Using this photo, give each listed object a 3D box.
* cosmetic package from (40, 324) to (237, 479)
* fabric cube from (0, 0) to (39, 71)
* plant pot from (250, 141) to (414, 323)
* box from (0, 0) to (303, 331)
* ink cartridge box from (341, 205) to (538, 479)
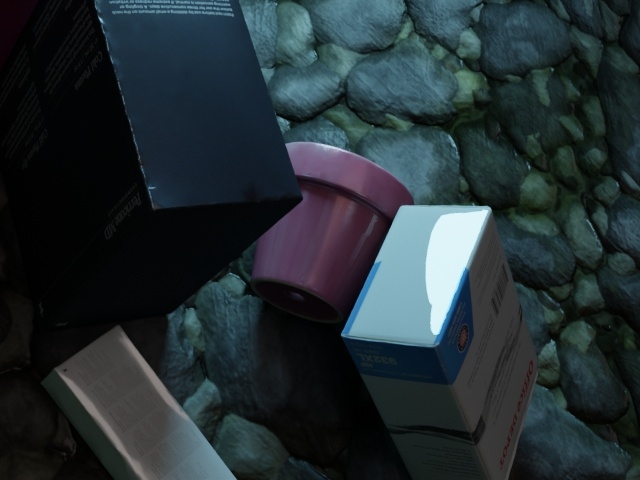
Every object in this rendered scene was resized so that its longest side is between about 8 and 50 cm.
[{"bbox_3d":[-0.202,0.223,1.246,0.099,0.060,0.239,-36,88,-41],"label":"cosmetic package"},{"bbox_3d":[-0.438,-0.338,1.262,0.259,0.254,0.258,-23,82,-39],"label":"fabric cube"},{"bbox_3d":[0.000,0.000,1.422,0.201,0.201,0.180,28,70,-18],"label":"plant pot"},{"bbox_3d":[-0.214,-0.106,1.227,0.179,0.343,0.312,-5,70,-35],"label":"box"},{"bbox_3d":[0.163,0.140,1.385,0.223,0.129,0.307,-64,143,-37],"label":"ink cartridge box"}]
